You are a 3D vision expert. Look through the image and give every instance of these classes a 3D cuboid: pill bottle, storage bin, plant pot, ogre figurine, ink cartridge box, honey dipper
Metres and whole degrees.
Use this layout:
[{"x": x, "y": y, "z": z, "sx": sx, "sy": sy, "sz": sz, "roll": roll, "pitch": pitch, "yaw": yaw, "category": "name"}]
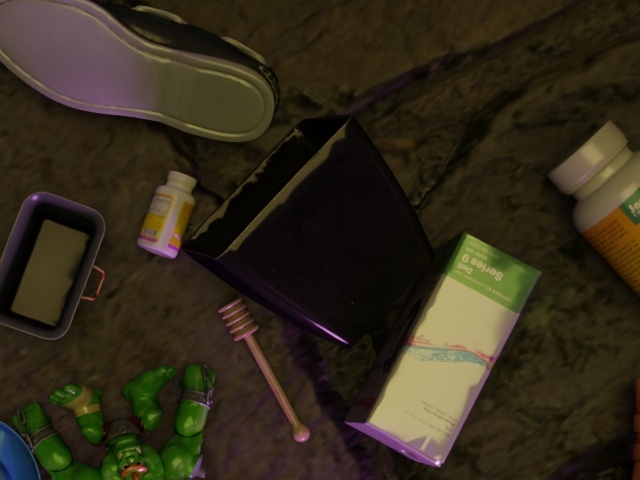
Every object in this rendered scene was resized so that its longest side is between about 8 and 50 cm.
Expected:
[{"x": 0.334, "y": -0.020, "z": 1.645, "sx": 0.117, "sy": 0.117, "sz": 0.208, "roll": -42, "pitch": 90, "yaw": -9, "category": "pill bottle"}, {"x": -0.263, "y": 0.030, "z": 1.586, "sx": 0.098, "sy": 0.091, "sz": 0.135, "roll": 20, "pitch": 83, "yaw": -4, "category": "storage bin"}, {"x": 0.000, "y": 0.000, "z": 1.583, "sx": 0.167, "sy": 0.187, "sz": 0.188, "roll": 44, "pitch": 81, "yaw": -14, "category": "plant pot"}, {"x": -0.191, "y": 0.195, "z": 1.579, "sx": 0.197, "sy": 0.097, "sz": 0.118, "roll": -7, "pitch": 68, "yaw": -29, "category": "ogre figurine"}, {"x": -0.153, "y": -0.027, "z": 1.628, "sx": 0.043, "sy": 0.043, "sz": 0.083, "roll": 21, "pitch": 82, "yaw": -4, "category": "pill bottle"}, {"x": 0.118, "y": 0.109, "z": 1.588, "sx": 0.093, "sy": 0.154, "sz": 0.212, "roll": 27, "pitch": 82, "yaw": -3, "category": "ink cartridge box"}, {"x": -0.054, "y": 0.133, "z": 1.633, "sx": 0.030, "sy": 0.030, "sz": 0.160, "roll": -29, "pitch": 92, "yaw": -9, "category": "honey dipper"}]

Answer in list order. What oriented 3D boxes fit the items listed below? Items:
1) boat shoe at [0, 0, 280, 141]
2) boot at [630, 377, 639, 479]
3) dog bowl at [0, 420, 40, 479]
[{"x": -0.188, "y": -0.182, "z": 1.620, "sx": 0.303, "sy": 0.091, "sz": 0.114, "roll": 23, "pitch": 114, "yaw": -5, "category": "boat shoe"}, {"x": 0.338, "y": 0.248, "z": 1.614, "sx": 0.283, "sy": 0.109, "sz": 0.220, "roll": -8, "pitch": 91, "yaw": -13, "category": "boot"}, {"x": -0.339, "y": 0.313, "z": 1.557, "sx": 0.166, "sy": 0.074, "sz": 0.297, "roll": -12, "pitch": 85, "yaw": -8, "category": "dog bowl"}]
